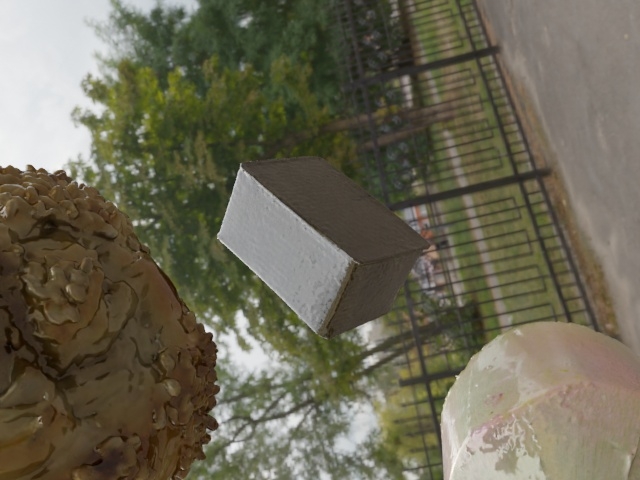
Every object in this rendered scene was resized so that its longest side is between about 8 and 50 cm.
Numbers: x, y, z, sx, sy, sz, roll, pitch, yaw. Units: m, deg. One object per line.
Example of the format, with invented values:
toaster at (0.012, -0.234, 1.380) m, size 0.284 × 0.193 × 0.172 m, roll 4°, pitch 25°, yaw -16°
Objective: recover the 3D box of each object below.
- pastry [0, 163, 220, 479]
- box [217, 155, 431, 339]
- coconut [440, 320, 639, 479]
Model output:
pastry at (-0.200, 0.073, 0.502) m, size 0.311 × 0.162 × 0.255 m, roll 58°, pitch -155°, yaw -1°
box at (0.001, -0.002, 1.038) m, size 0.273 × 0.184 × 0.143 m, roll 41°, pitch 124°, yaw 29°
coconut at (0.284, 0.267, 0.762) m, size 0.309 × 0.297 × 0.297 m, roll -61°, pitch -42°, yaw -69°
